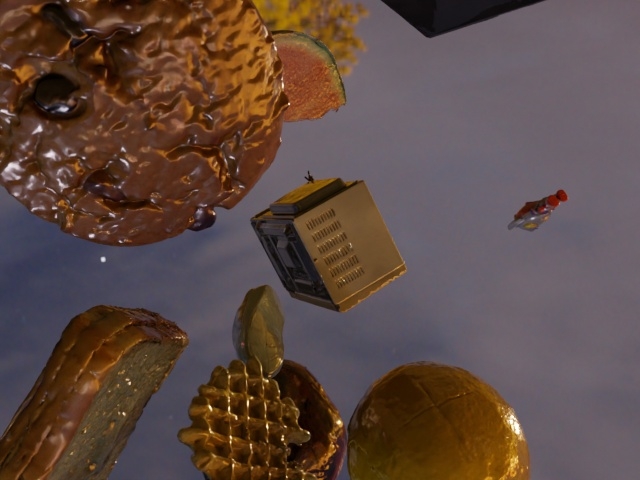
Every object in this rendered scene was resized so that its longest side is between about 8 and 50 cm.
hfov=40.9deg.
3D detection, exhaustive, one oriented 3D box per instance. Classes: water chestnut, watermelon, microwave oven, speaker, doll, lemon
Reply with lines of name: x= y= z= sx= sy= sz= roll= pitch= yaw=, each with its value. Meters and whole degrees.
water chestnut: x=-0.098 y=0.412 z=1.852 sx=0.335 sy=0.335 sz=0.347 roll=8 pitch=-165 yaw=16
watermelon: x=-0.062 y=-0.285 z=1.367 sx=0.231 sy=0.146 sz=0.128 roll=-10 pitch=-127 yaw=-32
microwave oven: x=0.000 y=0.000 z=1.383 sx=0.145 sy=0.194 sz=0.240 roll=-33 pitch=-168 yaw=-15
speaker: x=0.159 y=-0.245 z=0.778 sx=0.082 sy=0.044 sz=0.218 roll=28 pitch=159 yaw=-34
doll: x=0.484 y=-0.064 z=1.912 sx=0.062 sy=0.194 sz=0.104 roll=42 pitch=-113 yaw=1
lemon: x=0.178 y=0.336 z=1.340 sx=0.297 sy=0.297 sz=0.297 roll=-1 pitch=-153 yaw=0

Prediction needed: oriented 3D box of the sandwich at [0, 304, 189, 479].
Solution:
sandwich: x=-0.315 y=0.231 z=1.168 sx=0.099 sy=0.301 sz=0.271 roll=31 pitch=-179 yaw=8

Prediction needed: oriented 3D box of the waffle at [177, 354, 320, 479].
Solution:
waffle: x=-0.107 y=0.311 z=1.343 sx=0.056 sy=0.250 sz=0.261 roll=-33 pitch=-177 yaw=34

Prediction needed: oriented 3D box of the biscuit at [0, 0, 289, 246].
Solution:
biscuit: x=-0.167 y=-0.127 z=0.746 sx=0.296 sy=0.295 sz=0.075 roll=-6 pitch=-156 yaw=-11

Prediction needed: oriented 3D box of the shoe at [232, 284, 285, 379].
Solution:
shoe: x=-0.124 y=0.178 z=1.588 sx=0.100 sy=0.103 sz=0.251 roll=-34 pitch=-159 yaw=21
